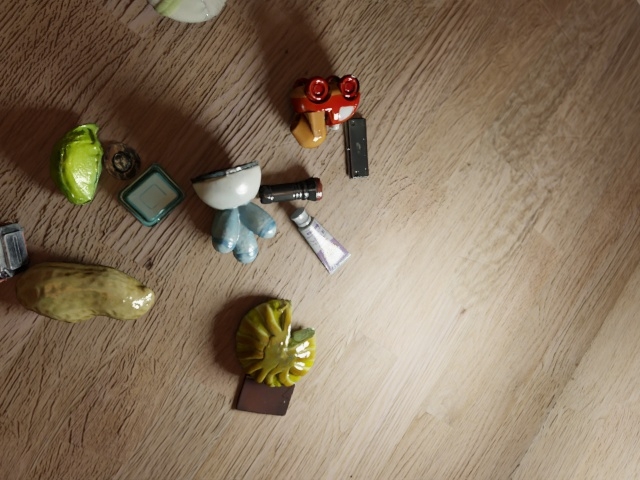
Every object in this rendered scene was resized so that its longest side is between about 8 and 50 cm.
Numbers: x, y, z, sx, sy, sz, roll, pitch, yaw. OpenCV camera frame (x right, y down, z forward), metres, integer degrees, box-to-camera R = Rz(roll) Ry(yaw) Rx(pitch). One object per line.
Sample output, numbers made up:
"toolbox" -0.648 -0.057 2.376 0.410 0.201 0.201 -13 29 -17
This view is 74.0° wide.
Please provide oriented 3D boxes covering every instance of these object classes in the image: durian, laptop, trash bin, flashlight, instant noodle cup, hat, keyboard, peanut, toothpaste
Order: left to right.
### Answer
"trash bin" -0.989 0.038 1.216 0.238 0.184 0.162 -7 100 -8
"durian" -0.746 -0.236 1.297 0.139 0.101 0.251 -8 103 -55
"peanut" -0.723 0.170 1.323 0.386 0.169 0.193 10 107 -22
"hat" -0.637 -0.253 1.357 0.121 0.050 0.121 -2 96 -18
"instant noodle cup" -0.551 -0.146 1.396 0.179 0.070 0.157 -45 111 -10
"laptop" -0.212 0.598 1.650 0.207 0.026 0.154 16 94 -21
"flashlight" -0.110 -0.175 1.549 0.231 0.093 0.093 -9 101 -14
"toothpaste" 0.000 0.000 1.623 0.114 0.073 0.299 -45 117 -9
"keyboard" 0.139 -0.356 1.641 0.093 0.025 0.231 -8 100 -21

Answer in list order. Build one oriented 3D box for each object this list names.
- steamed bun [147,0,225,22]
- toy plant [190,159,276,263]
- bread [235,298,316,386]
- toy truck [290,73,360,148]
"steamed bun" -0.433 -0.806 1.239 0.308 0.309 0.310 -3 99 -20
"toy plant" -0.279 -0.082 1.425 0.246 0.247 0.333 -18 106 -17
"bread" -0.160 0.390 1.566 0.332 0.160 0.334 -3 99 -18
"toy truck" 0.014 -0.456 1.502 0.264 0.189 0.240 -13 112 -19
